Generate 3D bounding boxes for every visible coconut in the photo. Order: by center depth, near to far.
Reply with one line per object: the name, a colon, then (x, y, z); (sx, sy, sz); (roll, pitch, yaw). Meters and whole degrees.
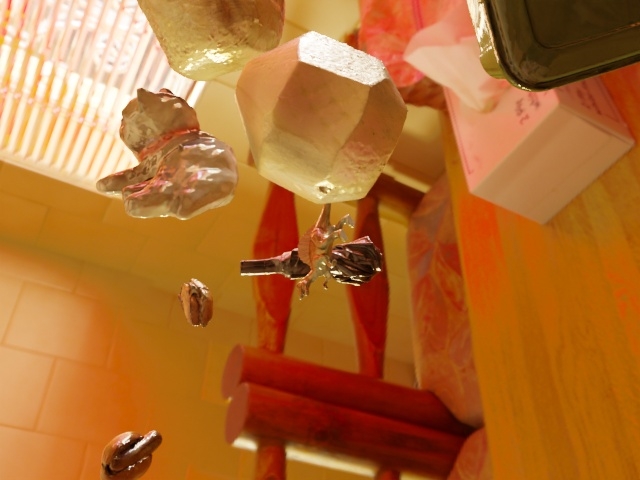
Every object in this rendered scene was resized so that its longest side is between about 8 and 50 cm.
coconut: (-0.012, -0.159, 0.861); (0.237, 0.237, 0.197); (-7, 57, 66)
coconut: (-0.201, -0.476, 1.263); (0.255, 0.297, 0.297); (-22, 46, 27)

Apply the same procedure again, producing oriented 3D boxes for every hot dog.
hot dog: (-0.345, 0.396, 1.166); (0.060, 0.140, 0.089); (-18, 80, 18)

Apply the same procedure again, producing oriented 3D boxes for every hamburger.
hamburger: (-0.355, 0.164, 1.862); (0.176, 0.087, 0.102); (57, 136, 50)

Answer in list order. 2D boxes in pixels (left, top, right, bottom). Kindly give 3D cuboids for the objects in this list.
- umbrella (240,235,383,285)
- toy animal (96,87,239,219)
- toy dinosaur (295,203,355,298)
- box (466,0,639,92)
umbrella: (-0.021, 0.057, 1.506); (0.118, 0.340, 0.118); (-4, -90, -89)
toy animal: (-0.241, -0.141, 1.004); (0.308, 0.266, 0.188); (-32, -46, -73)
toy dinosaur: (0.001, 0.001, 1.256); (0.142, 0.057, 0.212); (-32, 49, 30)
box: (0.278, -0.355, 0.739); (0.178, 0.253, 0.328); (-94, -13, -79)
